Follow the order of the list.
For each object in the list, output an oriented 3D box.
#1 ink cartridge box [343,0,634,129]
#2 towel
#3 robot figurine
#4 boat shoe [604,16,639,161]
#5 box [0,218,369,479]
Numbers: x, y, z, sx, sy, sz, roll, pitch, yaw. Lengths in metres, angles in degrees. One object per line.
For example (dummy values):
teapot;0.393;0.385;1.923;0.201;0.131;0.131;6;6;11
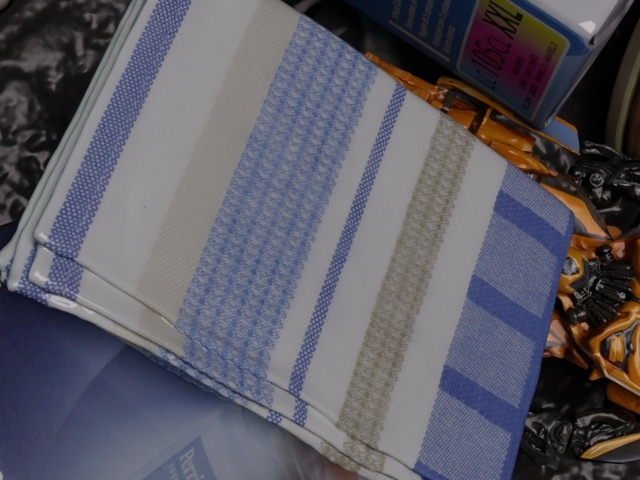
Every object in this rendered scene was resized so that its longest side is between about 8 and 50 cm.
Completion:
ink cartridge box;0.052;-0.292;0.874;0.395;0.151;0.270;35;73;6
towel;0.000;0.000;0.724;0.285;0.034;0.209;32;60;-22
robot figurine;0.122;0.013;0.896;0.291;0.085;0.211;26;80;2
boat shoe;0.289;-0.159;0.914;0.110;0.104;0.307;-3;124;-54
box;-0.101;0.128;0.761;0.294;0.183;0.296;-22;90;-31
